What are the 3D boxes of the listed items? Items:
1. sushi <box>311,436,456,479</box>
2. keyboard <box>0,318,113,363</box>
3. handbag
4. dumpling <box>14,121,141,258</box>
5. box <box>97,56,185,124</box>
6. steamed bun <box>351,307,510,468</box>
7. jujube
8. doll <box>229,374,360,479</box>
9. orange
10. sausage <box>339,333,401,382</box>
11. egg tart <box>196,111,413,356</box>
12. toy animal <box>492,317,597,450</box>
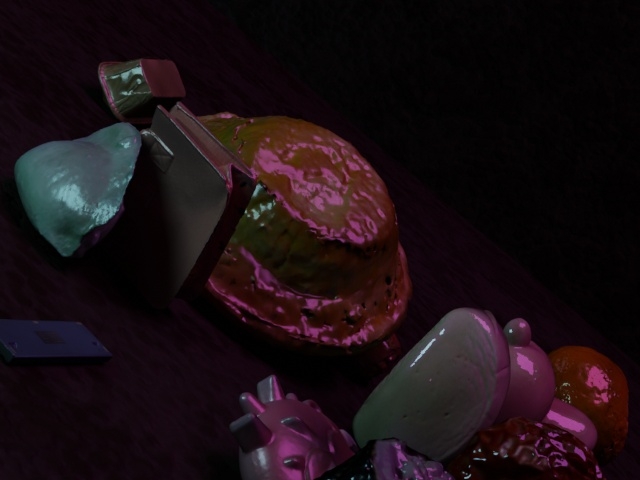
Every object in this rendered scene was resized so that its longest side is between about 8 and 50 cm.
[{"bbox_3d":[0.107,0.329,1.351,0.350,0.171,0.211,33,23,-40],"label":"sushi"},{"bbox_3d":[-0.265,0.098,1.399,0.055,0.014,0.176,46,13,19],"label":"keyboard"},{"bbox_3d":[-0.174,-0.039,1.681,0.157,0.212,0.059,45,36,20],"label":"handbag"},{"bbox_3d":[-0.271,-0.063,1.655,0.217,0.149,0.105,46,-28,53],"label":"dumpling"},{"bbox_3d":[-0.291,-0.243,2.306,0.111,0.111,0.177,45,17,11],"label":"box"},{"bbox_3d":[0.163,0.205,1.856,0.152,0.239,0.170,45,6,8],"label":"steamed bun"},{"bbox_3d":[0.258,0.325,1.774,0.213,0.213,0.232,48,3,24],"label":"jujube"},{"bbox_3d":[-0.019,0.245,1.463,0.211,0.093,0.262,51,20,-12],"label":"doll"},{"bbox_3d":[0.439,0.289,2.483,0.219,0.193,0.219,168,-90,-89],"label":"orange"},{"bbox_3d":[-0.048,0.038,2.101,0.419,0.094,0.094,44,-11,9],"label":"sausage"},{"bbox_3d":[-0.040,-0.040,1.962,0.443,0.178,0.443,25,36,-20],"label":"egg tart"},{"bbox_3d":[0.279,0.265,2.109,0.221,0.210,0.229,49,-3,22],"label":"toy animal"}]
